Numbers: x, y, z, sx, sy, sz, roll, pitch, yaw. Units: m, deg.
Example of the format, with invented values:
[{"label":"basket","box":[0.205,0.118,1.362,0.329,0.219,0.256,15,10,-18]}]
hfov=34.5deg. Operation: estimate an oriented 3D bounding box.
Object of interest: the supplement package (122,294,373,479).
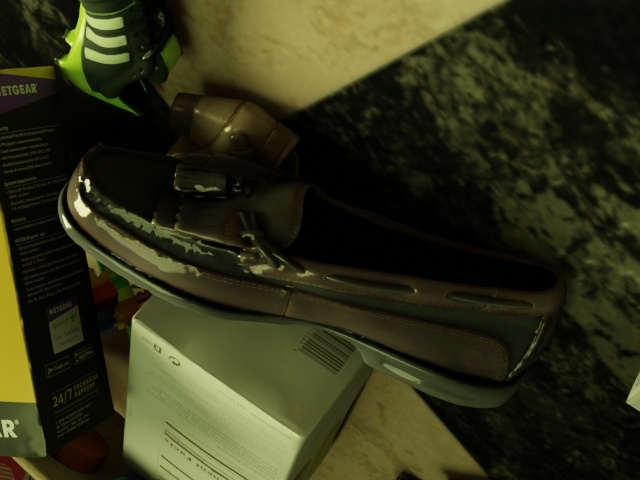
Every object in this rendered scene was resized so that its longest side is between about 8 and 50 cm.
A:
[{"label":"supplement package","box":[-0.049,0.107,0.756,0.134,0.139,0.244,33,147,10]}]

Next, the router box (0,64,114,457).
[{"label":"router box","box":[-0.308,0.020,0.713,0.309,0.081,0.242,-5,99,24]}]

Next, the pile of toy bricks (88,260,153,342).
[{"label":"pile of toy bricks","box":[-0.164,0.028,0.823,0.105,0.118,0.212,65,164,10]}]

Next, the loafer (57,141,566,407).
[{"label":"loafer","box":[0.000,0.000,0.612,0.303,0.109,0.095,22,129,-7]}]

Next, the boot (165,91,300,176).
[{"label":"boot","box":[-0.058,-0.049,0.677,0.087,0.042,0.118,24,151,5]}]

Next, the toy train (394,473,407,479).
[{"label":"toy train","box":[0.100,0.258,0.894,0.036,0.027,0.158,4,134,54]}]

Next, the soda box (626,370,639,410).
[{"label":"soda box","box":[0.300,0.104,0.483,0.286,0.091,0.098,33,145,8]}]

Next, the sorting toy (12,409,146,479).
[{"label":"sorting toy","box":[-0.152,0.197,0.913,0.229,0.041,0.307,34,-177,13]}]

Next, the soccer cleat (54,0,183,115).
[{"label":"soccer cleat","box":[-0.112,-0.137,0.615,0.072,0.060,0.179,31,152,-4]}]

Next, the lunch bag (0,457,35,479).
[{"label":"lunch bag","box":[-0.326,0.143,0.954,0.120,0.258,0.293,5,115,21]}]
